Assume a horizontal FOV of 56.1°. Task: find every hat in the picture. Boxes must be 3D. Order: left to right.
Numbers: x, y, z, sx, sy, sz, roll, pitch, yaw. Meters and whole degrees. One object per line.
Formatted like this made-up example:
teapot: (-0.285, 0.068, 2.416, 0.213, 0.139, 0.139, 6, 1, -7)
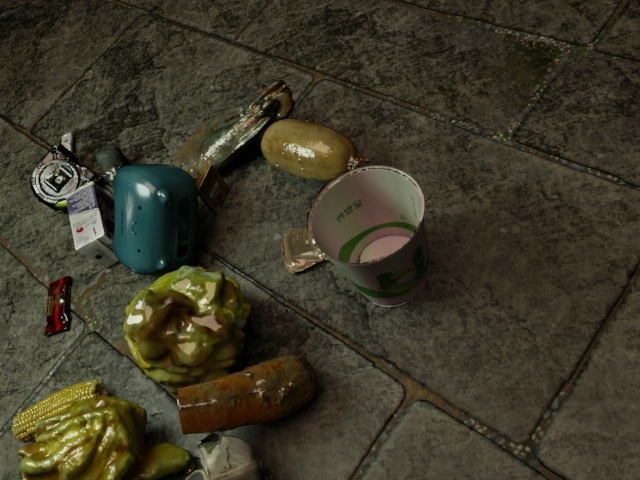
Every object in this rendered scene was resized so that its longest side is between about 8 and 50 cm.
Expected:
hat: (-0.213, 0.542, 1.235, 0.161, 0.232, 0.275, 19, 84, -6)

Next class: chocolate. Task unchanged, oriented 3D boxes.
chocolate: (-0.760, 0.185, 1.736, 0.086, 0.028, 0.182, -19, 58, 13)

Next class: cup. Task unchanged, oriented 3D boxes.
cup: (0.129, 0.005, 1.350, 0.253, 0.274, 0.253, -10, 57, 15)

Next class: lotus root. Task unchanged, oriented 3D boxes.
lotus root: (-0.008, -0.237, 1.607, 0.343, 0.169, 0.151, 19, 105, 32)

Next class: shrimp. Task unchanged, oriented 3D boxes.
shrimp: (-0.260, -0.319, 1.762, 0.446, 0.110, 0.221, -26, 43, 24)

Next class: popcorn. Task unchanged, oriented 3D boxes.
popcorn: (-0.480, 0.493, 1.299, 0.321, 0.290, 0.325, -28, 36, 7)
popcorn: (-0.306, 0.214, 1.401, 0.312, 0.312, 0.312, -10, 58, 16)

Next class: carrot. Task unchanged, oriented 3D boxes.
carrot: (-0.156, 0.339, 1.307, 0.302, 0.138, 0.138, -13, 55, -13)

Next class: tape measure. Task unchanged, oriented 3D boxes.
tape measure: (-0.809, -0.183, 1.887, 0.199, 0.112, 0.186, 37, 80, -4)

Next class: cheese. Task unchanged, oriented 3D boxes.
cheese: (-0.855, -0.271, 2.025, 0.127, 0.050, 0.255, -19, 56, 10)

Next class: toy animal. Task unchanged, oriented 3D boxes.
toy animal: (-0.621, -0.199, 1.844, 0.082, 0.137, 0.269, -31, 47, -2)

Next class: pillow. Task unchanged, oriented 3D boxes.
pillow: (0.000, 0.003, 1.546, 0.211, 0.034, 0.135, -21, 57, 10)

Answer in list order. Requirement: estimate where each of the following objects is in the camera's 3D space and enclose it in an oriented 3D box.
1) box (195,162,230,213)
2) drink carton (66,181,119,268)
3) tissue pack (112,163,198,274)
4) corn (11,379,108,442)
box: (-0.305, -0.145, 1.689, 0.023, 0.133, 0.090, 14, 68, 24)
drink carton: (-0.652, -0.043, 1.763, 0.102, 0.134, 0.222, -28, 56, 3)
tissue pack: (-0.428, -0.053, 1.589, 0.206, 0.198, 0.287, 20, 110, 35)
corn: (-0.653, 0.428, 1.512, 0.244, 0.093, 0.093, -24, 55, 6)
